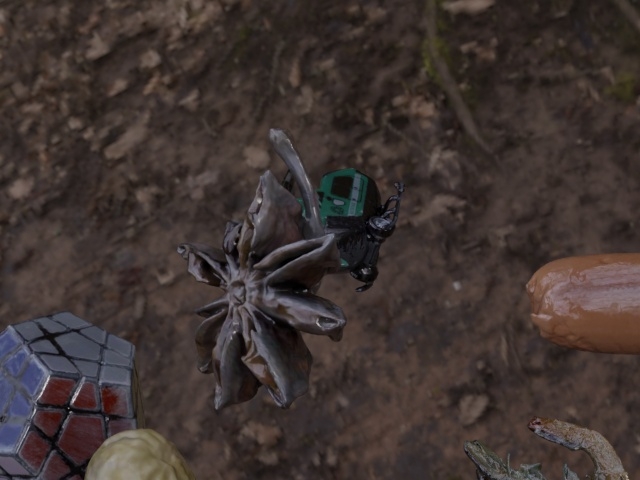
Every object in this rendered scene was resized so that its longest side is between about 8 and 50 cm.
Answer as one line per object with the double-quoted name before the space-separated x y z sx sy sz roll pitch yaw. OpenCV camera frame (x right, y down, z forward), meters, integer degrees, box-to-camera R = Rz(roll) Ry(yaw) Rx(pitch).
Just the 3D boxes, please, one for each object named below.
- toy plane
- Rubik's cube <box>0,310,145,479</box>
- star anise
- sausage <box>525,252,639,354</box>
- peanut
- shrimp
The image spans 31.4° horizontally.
"toy plane" 0.000 0.000 1.309 0.155 0.106 0.382 18 31 -1
"Rubik's cube" -0.393 0.261 1.656 0.319 0.264 0.319 -11 63 22
"star anise" -0.042 0.034 0.957 0.209 0.089 0.231 38 105 40
"sausage" 0.313 0.052 0.920 0.289 0.086 0.086 2 37 8
"peanut" -0.177 0.317 1.138 0.123 0.257 0.123 1 4 0
"shrimp" 0.308 0.311 1.524 0.253 0.173 0.058 36 25 33
